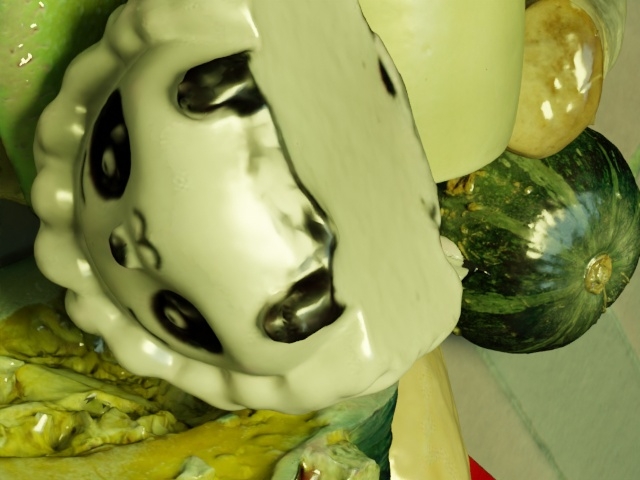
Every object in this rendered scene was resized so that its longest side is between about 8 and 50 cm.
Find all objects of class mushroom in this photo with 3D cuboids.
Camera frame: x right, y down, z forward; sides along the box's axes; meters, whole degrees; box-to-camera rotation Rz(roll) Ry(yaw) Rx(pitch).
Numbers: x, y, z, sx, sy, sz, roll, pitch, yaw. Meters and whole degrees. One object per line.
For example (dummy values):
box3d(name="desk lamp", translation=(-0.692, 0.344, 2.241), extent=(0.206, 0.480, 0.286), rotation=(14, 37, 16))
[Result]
box3d(name="mushroom", translation=(0.184, -0.154, 1.049), extent=(0.122, 0.095, 0.351), rotation=(-67, 175, 27))

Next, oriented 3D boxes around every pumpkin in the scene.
box3d(name="pumpkin", translation=(-0.097, 0.147, 0.701), extent=(0.293, 0.263, 0.197), rotation=(-29, 128, -51))
box3d(name="pumpkin", translation=(0.164, -0.003, 1.079), extent=(0.190, 0.146, 0.190), rotation=(-19, 115, -48))

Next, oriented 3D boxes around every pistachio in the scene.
box3d(name="pistachio", translation=(0.035, 0.151, 0.936), extent=(0.157, 0.157, 0.229), rotation=(20, 65, -51))

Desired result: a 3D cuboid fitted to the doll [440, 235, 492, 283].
box3d(name="doll", translation=(0.000, 0.000, 0.900), extent=(0.192, 0.149, 0.095), rotation=(-19, 141, -37))

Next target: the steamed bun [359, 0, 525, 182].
box3d(name="steamed bun", translation=(0.044, -0.139, 0.827), extent=(0.250, 0.155, 0.200), rotation=(-94, -174, -71))

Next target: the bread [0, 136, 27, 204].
box3d(name="bread", translation=(-0.166, -0.113, 0.707), extent=(0.139, 0.060, 0.178), rotation=(24, 77, -61))

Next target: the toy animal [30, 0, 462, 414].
box3d(name="toy animal", translation=(-0.039, -0.025, 0.648), extent=(0.204, 0.156, 0.208), rotation=(-35, 106, -58))

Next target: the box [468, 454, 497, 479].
box3d(name="box", translation=(0.102, 0.295, 1.116), extent=(0.313, 0.089, 0.197), rotation=(45, 62, -47))

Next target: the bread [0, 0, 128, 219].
box3d(name="bread", translation=(-0.089, -0.146, 0.735), extent=(0.301, 0.045, 0.301), rotation=(11, 90, -73))
